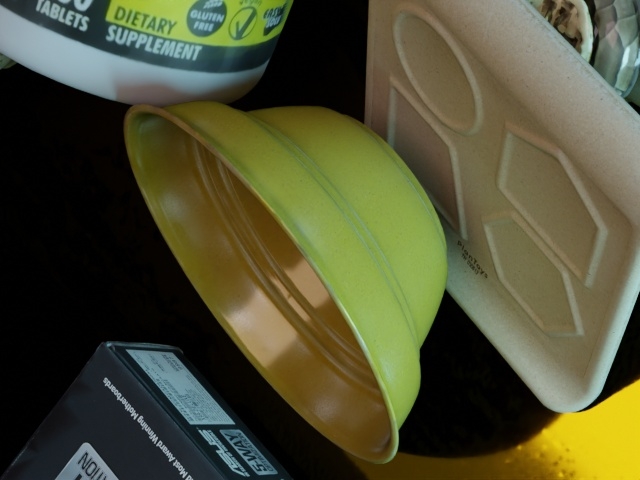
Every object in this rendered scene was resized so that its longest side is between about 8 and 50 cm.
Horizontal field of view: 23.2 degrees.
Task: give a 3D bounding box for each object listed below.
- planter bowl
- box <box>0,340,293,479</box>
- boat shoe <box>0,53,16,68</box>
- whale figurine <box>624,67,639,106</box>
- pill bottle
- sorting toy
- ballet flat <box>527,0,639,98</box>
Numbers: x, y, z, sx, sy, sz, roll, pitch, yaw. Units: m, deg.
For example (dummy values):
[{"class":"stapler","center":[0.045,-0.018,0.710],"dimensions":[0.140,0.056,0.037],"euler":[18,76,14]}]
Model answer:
[{"class":"planter bowl","center":[0.000,0.000,0.790],"dimensions":[0.090,0.217,0.217],"euler":[-36,63,-18]},{"class":"box","center":[-0.075,0.244,0.837],"dimensions":[0.307,0.076,0.242],"euler":[46,107,25]},{"class":"boat shoe","center":[-0.314,-0.135,1.018],"dimensions":[0.285,0.089,0.104],"euler":[17,118,32]},{"class":"whale figurine","center":[0.213,-0.101,0.705],"dimensions":[0.272,0.141,0.216],"euler":[-3,82,53]},{"class":"pill bottle","center":[-0.063,-0.250,0.780],"dimensions":[0.188,0.188,0.334],"euler":[36,118,27]},{"class":"sorting toy","center":[0.087,-0.036,0.739],"dimensions":[0.038,0.208,0.193],"euler":[-30,65,-21]},{"class":"ballet flat","center":[0.073,-0.138,0.755],"dimensions":[0.250,0.058,0.084],"euler":[56,137,47]}]
